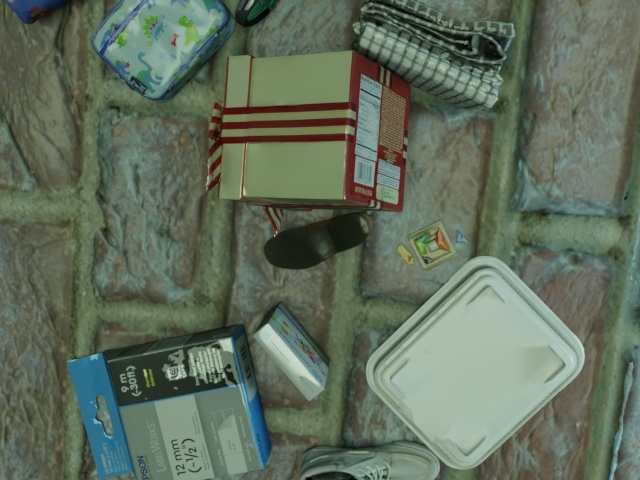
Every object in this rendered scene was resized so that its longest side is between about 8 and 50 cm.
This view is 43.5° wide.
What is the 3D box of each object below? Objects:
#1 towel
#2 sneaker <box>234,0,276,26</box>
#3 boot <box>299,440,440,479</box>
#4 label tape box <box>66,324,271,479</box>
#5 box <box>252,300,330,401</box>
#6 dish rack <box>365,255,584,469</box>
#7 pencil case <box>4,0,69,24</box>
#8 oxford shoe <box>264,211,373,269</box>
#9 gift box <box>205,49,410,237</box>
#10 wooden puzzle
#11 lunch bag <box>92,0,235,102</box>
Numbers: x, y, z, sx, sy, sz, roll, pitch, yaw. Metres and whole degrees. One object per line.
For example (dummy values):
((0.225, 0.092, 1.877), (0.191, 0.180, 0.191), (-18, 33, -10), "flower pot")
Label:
((0.171, -0.306, 1.262), (0.234, 0.284, 0.121), (24, 98, 0), "towel")
((-0.098, -0.475, 1.373), (0.098, 0.083, 0.224), (33, 88, 10), "sneaker")
((0.088, 0.426, 1.446), (0.258, 0.123, 0.095), (-4, 97, 5), "boot")
((-0.287, 0.314, 1.469), (0.347, 0.115, 0.249), (-12, 96, 5), "label tape box")
((-0.046, 0.187, 1.394), (0.038, 0.186, 0.145), (-40, 92, 8), "box")
((0.275, 0.226, 1.422), (0.333, 0.072, 0.285), (-45, 92, 6), "dish rack")
((-0.415, -0.492, 1.369), (0.306, 0.119, 0.133), (-26, 86, 8), "pencil case")
((0.000, 0.000, 1.429), (0.212, 0.076, 0.076), (-15, 98, 23), "oxford shoe")
((-0.025, -0.145, 1.275), (0.258, 0.255, 0.277), (4, 84, 29), "gift box")
((0.200, 0.011, 1.437), (0.116, 0.014, 0.079), (-34, 94, 8), "wooden puzzle")
((-0.275, -0.363, 1.391), (0.176, 0.090, 0.219), (45, 98, 1), "lunch bag")
